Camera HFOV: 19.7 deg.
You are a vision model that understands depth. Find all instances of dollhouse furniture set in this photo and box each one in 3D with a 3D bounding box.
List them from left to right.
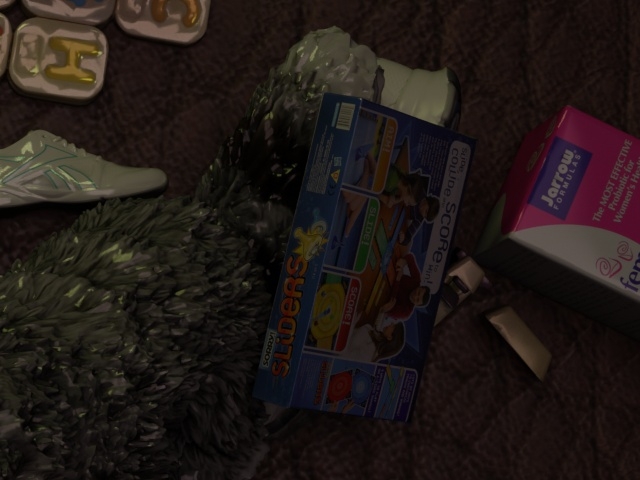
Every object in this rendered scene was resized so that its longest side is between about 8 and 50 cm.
[{"bbox_3d":[0.108,0.075,1.329,0.081,0.091,0.114,-41,93,2],"label":"dollhouse furniture set"}]

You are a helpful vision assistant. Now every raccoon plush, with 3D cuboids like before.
[{"bbox_3d":[-0.151,0.014,1.141,0.216,0.299,0.447,17,80,22],"label":"raccoon plush"}]

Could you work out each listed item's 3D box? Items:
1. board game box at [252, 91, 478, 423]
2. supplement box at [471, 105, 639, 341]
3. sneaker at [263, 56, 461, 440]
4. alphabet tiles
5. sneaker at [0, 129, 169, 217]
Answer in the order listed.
[{"bbox_3d":[0.032,0.015,1.210,0.136,0.035,0.201,15,89,-50],"label":"board game box"},{"bbox_3d":[0.239,0.005,1.342,0.220,0.114,0.111,25,79,-4],"label":"supplement box"},{"bbox_3d":[0.000,0.000,1.317,0.129,0.111,0.297,20,75,10],"label":"sneaker"},{"bbox_3d":[-0.208,-0.245,1.344,0.277,0.021,0.284,10,79,-9],"label":"alphabet tiles"},{"bbox_3d":[-0.183,-0.050,1.302,0.152,0.054,0.061,-1,79,-10],"label":"sneaker"}]
